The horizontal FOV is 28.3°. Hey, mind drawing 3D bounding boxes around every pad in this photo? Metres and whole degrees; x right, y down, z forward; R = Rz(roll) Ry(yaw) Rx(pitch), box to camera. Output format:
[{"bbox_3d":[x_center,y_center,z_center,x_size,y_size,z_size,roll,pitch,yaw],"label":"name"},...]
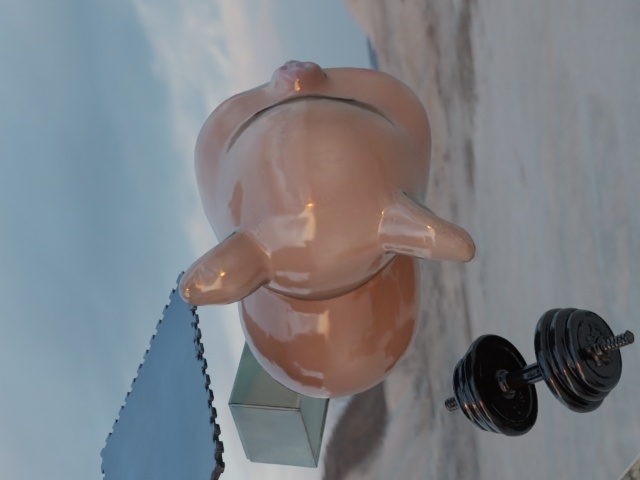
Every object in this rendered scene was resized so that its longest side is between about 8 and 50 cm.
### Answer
[{"bbox_3d":[-0.156,0.206,1.195,0.269,0.012,0.270,-62,27,31],"label":"pad"}]

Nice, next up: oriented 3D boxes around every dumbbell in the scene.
[{"bbox_3d":[0.195,0.120,1.151,0.099,0.208,0.099,25,-128,-36],"label":"dumbbell"}]

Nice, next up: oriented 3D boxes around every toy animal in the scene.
[{"bbox_3d":[0.000,0.000,1.120,0.269,0.237,0.326,-102,3,-69],"label":"toy animal"}]

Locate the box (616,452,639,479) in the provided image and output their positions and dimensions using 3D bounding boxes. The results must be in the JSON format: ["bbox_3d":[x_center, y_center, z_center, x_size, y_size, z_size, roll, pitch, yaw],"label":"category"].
[{"bbox_3d":[0.406,0.293,1.540,0.069,0.256,0.164,40,-168,18],"label":"box"}]

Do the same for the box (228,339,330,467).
[{"bbox_3d":[-0.034,0.131,1.472,0.129,0.086,0.225,78,-160,-49],"label":"box"}]
